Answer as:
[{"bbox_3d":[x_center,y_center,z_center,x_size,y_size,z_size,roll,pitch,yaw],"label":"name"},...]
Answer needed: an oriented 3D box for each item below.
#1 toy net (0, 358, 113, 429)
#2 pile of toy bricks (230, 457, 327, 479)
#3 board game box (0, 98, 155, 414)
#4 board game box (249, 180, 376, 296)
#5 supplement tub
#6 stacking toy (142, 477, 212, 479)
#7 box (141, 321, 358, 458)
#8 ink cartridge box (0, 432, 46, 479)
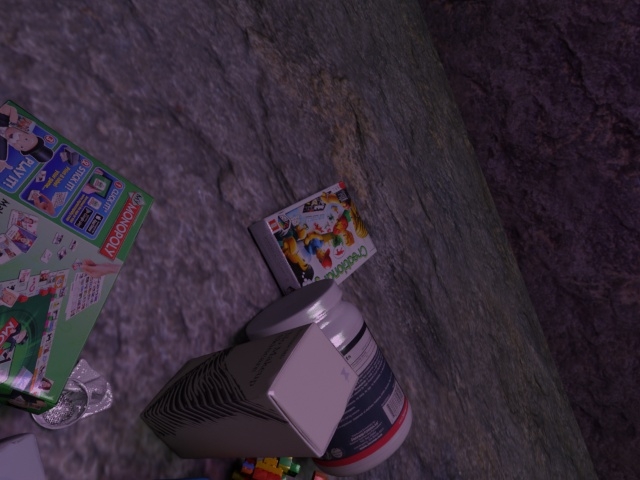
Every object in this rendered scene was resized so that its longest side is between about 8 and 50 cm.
[{"bbox_3d":[-0.331,0.166,0.450,0.232,0.045,0.122,30,50,-38],"label":"toy net"},{"bbox_3d":[-0.052,0.305,0.562,0.118,0.212,0.105,21,49,-3],"label":"pile of toy bricks"},{"bbox_3d":[-0.337,0.002,0.482,0.213,0.046,0.317,40,34,-31],"label":"board game box"},{"bbox_3d":[0.000,0.000,0.920,0.305,0.053,0.192,-34,99,-52],"label":"board game box"},{"bbox_3d":[0.014,0.222,0.713,0.191,0.191,0.272,-37,101,-51],"label":"supplement tub"},{"bbox_3d":[-0.120,0.406,0.521,0.302,0.175,0.165,48,34,-43],"label":"stacking toy"},{"bbox_3d":[-0.097,0.194,0.526,0.094,0.275,0.113,53,39,-13],"label":"box"},{"bbox_3d":[-0.261,0.364,0.258,0.308,0.091,0.384,97,-28,-84],"label":"ink cartridge box"}]
